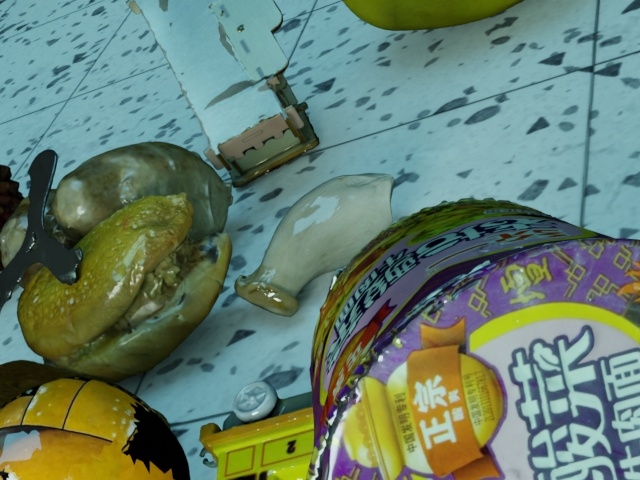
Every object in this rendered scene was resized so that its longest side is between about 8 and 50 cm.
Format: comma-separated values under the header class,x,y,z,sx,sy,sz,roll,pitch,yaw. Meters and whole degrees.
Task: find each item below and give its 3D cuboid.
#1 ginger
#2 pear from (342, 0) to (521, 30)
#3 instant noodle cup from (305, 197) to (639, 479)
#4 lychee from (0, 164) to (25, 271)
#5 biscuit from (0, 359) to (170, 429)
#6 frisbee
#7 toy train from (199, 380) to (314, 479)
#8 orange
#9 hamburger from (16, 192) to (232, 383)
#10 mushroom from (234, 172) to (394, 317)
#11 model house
class,x,y,z,sx,sy,sz,roll,pitch,yaw
ginger,-0.271,-0.014,1.578,0.304,0.155,0.244,-18,-4,29
pear,0.180,-0.468,1.749,0.418,0.362,0.362,-40,29,-8
instant noodle cup,0.138,0.123,0.868,0.340,0.340,0.266,-28,17,1
lychee,-0.575,-0.031,1.776,0.330,0.306,0.306,-18,19,-31
biscuit,-0.289,0.181,1.293,0.290,0.041,0.208,13,16,18
frisbee,-0.307,0.013,1.428,0.187,0.012,0.211,28,96,50
toy train,-0.011,0.183,1.119,0.219,0.089,0.127,-17,40,20
orange,-0.213,0.227,1.081,0.182,0.234,0.234,27,58,35
hamburger,-0.225,0.081,1.423,0.283,0.144,0.157,-33,32,28
mushroom,0.001,0.001,1.408,0.212,0.088,0.097,-43,63,-14
model house,-0.099,-0.205,1.725,0.169,0.244,0.326,-30,59,0
